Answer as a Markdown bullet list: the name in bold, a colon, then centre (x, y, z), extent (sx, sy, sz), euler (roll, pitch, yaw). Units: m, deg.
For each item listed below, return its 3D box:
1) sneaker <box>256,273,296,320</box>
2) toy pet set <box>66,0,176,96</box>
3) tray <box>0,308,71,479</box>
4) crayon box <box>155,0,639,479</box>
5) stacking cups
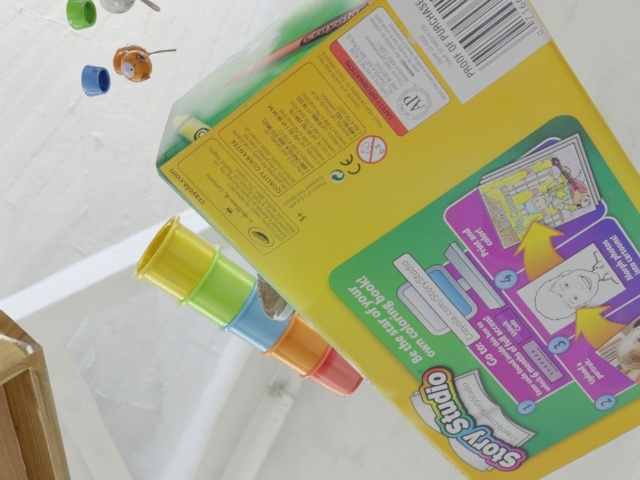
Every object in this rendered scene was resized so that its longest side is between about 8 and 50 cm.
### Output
- **sneaker**: centre (0.000, 0.000, 0.493), extent (0.067, 0.042, 0.119), euler (25, -122, -32)
- **toy pet set**: centre (-0.068, -0.143, 0.378), extent (0.114, 0.065, 0.122), euler (-62, -29, -58)
- **tray**: centre (-0.309, 0.263, 0.663), extent (0.202, 0.076, 0.411), euler (-33, -37, -37)
- **crayon box**: centre (0.075, -0.003, 0.402), extent (0.165, 0.081, 0.278), euler (-35, -64, 17)
- **stacking cups**: centre (-0.077, 0.088, 1.005), extent (0.316, 0.096, 0.096), euler (34, -90, -19)
